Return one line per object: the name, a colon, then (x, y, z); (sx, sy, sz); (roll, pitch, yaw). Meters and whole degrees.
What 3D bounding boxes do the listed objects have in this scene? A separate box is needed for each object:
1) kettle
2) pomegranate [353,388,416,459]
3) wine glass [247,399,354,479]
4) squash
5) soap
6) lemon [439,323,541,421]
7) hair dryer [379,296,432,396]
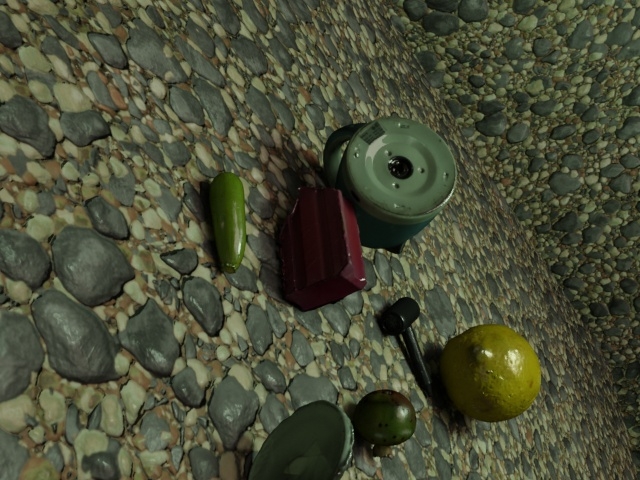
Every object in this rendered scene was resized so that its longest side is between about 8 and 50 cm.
kettle: (0.123, -0.127, 1.596); (0.247, 0.342, 0.319); (-31, 78, -20)
pomegranate: (0.128, 0.360, 1.359); (0.130, 0.130, 0.130); (42, 34, -37)
wine glass: (0.087, 0.453, 1.078); (0.406, 0.267, 0.267); (45, 32, -23)
squash: (-0.168, -0.035, 1.229); (0.066, 0.066, 0.201); (27, 50, -50)
soap: (0.000, 0.000, 1.383); (0.099, 0.162, 0.250); (34, 40, -45)
lemon: (0.437, 0.342, 1.767); (0.310, 0.257, 0.258); (46, 30, -57)
hair dryer: (0.228, 0.273, 1.675); (0.128, 0.070, 0.256); (-20, 89, -63)
